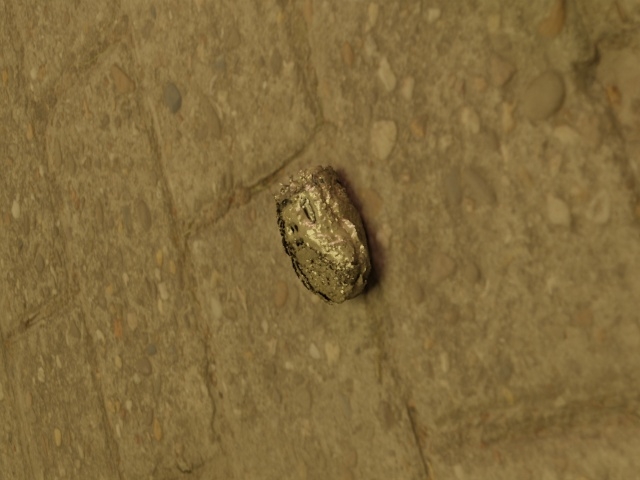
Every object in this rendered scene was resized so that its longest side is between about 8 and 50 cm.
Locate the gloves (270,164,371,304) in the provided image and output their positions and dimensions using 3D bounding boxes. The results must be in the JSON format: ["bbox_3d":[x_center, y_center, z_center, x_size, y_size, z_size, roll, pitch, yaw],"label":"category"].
[{"bbox_3d":[-0.002,0.000,0.966,0.114,0.070,0.153,-37,70,42],"label":"gloves"}]
